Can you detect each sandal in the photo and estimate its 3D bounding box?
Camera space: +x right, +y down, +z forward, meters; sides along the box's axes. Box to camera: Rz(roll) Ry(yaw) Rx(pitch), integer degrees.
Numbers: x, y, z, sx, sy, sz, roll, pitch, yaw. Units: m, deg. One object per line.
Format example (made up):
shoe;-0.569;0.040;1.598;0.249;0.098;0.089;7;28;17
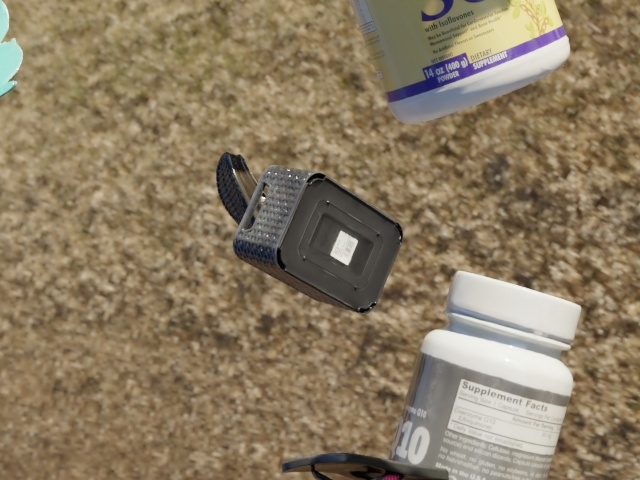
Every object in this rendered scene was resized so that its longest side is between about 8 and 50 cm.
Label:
sandal;0.048;0.237;1.153;0.067;0.179;0.040;-32;51;58

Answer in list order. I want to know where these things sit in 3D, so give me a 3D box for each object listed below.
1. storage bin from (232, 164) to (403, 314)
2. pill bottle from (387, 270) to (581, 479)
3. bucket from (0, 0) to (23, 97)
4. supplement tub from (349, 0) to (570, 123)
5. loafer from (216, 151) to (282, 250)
storage bin;0.000;0.000;1.392;0.084;0.180;0.122;13;76;49
pill bottle;0.208;0.235;1.523;0.204;0.204;0.360;14;87;47
bucket;-0.394;-0.162;0.912;0.183;0.281;0.281;-36;51;18
supplement tub;0.148;-0.335;1.452;0.241;0.241;0.331;-14;101;41
loafer;-0.101;-0.052;1.950;0.220;0.078;0.080;63;149;3
